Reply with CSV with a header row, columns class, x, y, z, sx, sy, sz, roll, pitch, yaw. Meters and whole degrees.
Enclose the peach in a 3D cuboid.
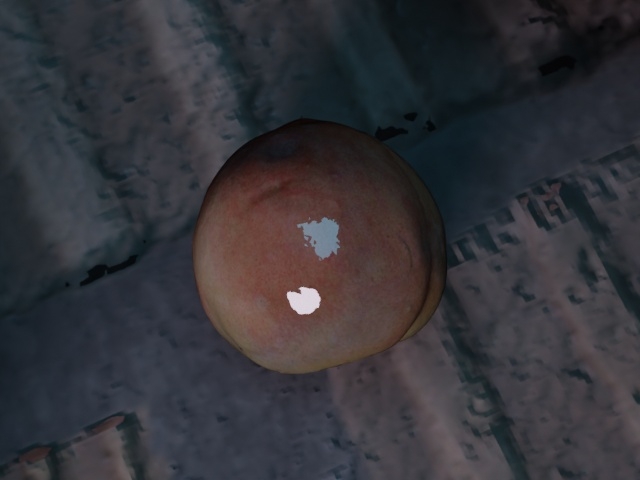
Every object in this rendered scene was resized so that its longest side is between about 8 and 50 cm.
class,x,y,z,sx,sy,sz,roll,pitch,yaw
peach,-0.001,0.002,0.583,0.083,0.083,0.083,-1,72,2
